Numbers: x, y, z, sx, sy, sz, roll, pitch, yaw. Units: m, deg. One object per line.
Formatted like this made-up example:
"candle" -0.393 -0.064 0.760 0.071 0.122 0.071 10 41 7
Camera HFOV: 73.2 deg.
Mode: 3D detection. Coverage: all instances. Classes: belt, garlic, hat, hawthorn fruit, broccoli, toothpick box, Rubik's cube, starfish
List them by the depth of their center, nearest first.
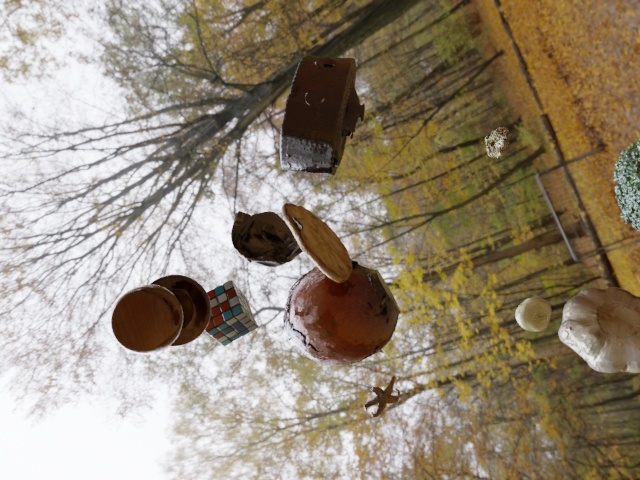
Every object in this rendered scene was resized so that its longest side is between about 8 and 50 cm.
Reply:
"belt" 0.013 -0.274 0.938 0.184 0.164 0.289 84 -164 -62
"garlic" 0.686 0.231 1.028 0.212 0.218 0.218 59 -157 -47
"toothpick box" -0.386 0.179 1.060 0.294 0.192 0.192 104 144 -86
"hawthorn fruit" 0.061 0.185 1.144 0.316 0.316 0.316 43 -146 -39
"broccoli" 1.008 -0.113 1.198 0.277 0.317 0.338 76 -155 -44
"Rubik's cube" -0.342 0.266 1.579 0.155 0.151 0.154 59 175 35
"starfish" 0.290 0.721 2.001 0.150 0.053 0.209 37 -102 -18
"hat" -0.218 0.008 2.025 0.366 0.257 0.381 32 180 15

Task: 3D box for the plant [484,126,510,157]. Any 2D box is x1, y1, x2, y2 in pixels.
"plant" 0.712 -0.382 1.688 0.122 0.116 0.104 0 -119 -32

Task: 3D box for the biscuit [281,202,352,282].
"biscuit" -0.004 0.003 1.007 0.203 0.041 0.260 32 -158 -43

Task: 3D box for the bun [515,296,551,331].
"bun" 0.695 0.240 1.412 0.069 0.115 0.115 -71 -43 -88

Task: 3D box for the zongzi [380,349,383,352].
"zongzi" 0.272 0.493 2.057 0.040 0.083 0.076 -18 -58 -88
